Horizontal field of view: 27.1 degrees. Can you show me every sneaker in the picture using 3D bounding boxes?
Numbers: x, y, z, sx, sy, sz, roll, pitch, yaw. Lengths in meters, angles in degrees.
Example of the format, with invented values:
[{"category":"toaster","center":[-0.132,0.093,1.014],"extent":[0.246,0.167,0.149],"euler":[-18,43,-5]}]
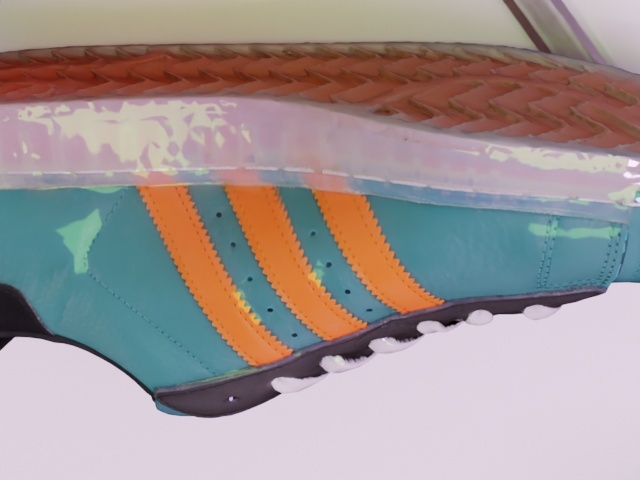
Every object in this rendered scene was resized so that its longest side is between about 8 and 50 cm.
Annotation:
[{"category":"sneaker","center":[0.000,0.000,0.462],"extent":[0.302,0.108,0.121],"euler":[4,113,16]}]
